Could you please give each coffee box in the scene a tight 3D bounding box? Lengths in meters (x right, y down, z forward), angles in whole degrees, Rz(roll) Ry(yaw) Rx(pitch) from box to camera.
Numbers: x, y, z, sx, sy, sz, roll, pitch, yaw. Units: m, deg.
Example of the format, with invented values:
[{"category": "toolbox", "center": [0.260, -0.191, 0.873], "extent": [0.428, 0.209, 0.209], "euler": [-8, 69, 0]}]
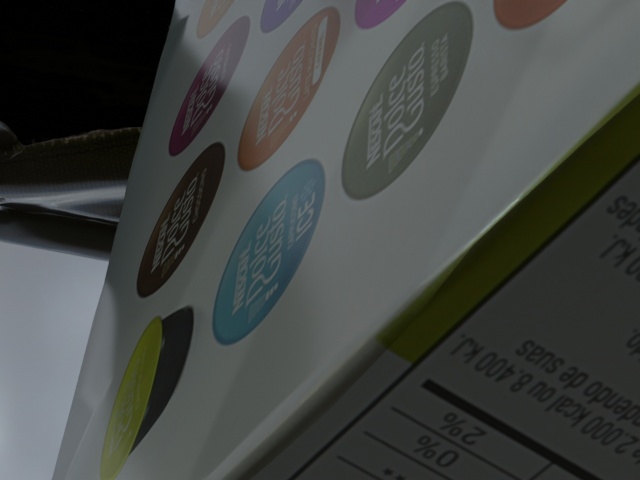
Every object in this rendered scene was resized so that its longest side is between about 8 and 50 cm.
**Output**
[{"category": "coffee box", "center": [0.155, -0.007, 0.533], "extent": [0.338, 0.337, 0.334], "euler": [30, -52, -18]}]

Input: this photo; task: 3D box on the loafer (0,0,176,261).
[{"category": "loafer", "center": [-0.174, -0.077, 0.744], "extent": [0.366, 0.130, 0.134], "euler": [2, -123, -16]}]
